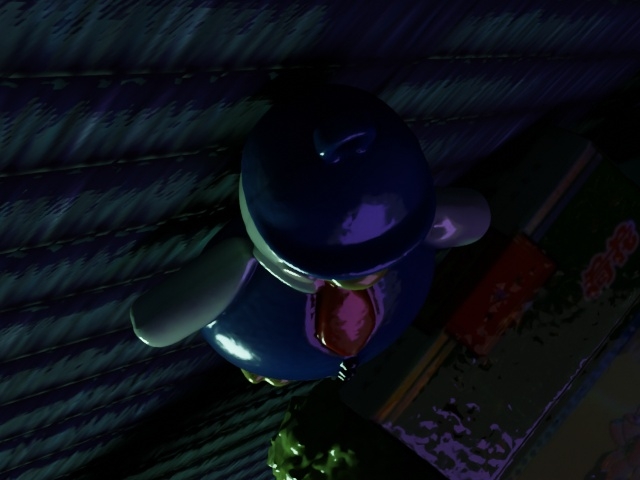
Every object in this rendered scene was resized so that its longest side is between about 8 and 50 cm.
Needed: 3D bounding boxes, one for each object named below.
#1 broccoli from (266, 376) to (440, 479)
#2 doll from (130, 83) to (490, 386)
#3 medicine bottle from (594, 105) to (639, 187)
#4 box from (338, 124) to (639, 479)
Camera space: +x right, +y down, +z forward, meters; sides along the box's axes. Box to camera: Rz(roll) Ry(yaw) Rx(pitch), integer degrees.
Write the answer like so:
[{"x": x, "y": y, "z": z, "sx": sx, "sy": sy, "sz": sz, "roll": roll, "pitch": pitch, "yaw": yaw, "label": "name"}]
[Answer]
[{"x": 0.075, "y": 0.101, "z": 0.909, "sx": 0.254, "sy": 0.186, "sz": 0.302, "roll": -82, "pitch": -167, "yaw": -57, "label": "broccoli"}, {"x": 0.000, "y": 0.000, "z": 0.479, "sx": 0.099, "sy": 0.057, "sz": 0.143, "roll": -18, "pitch": 161, "yaw": -13, "label": "doll"}, {"x": 0.191, "y": -0.060, "z": 0.730, "sx": 0.258, "sy": 0.124, "sz": 0.079, "roll": -29, "pitch": -176, "yaw": 44, "label": "medicine bottle"}, {"x": 0.128, "y": 0.076, "z": 0.753, "sx": 0.132, "sy": 0.235, "sz": 0.034, "roll": -51, "pitch": -151, "yaw": -3, "label": "box"}]
